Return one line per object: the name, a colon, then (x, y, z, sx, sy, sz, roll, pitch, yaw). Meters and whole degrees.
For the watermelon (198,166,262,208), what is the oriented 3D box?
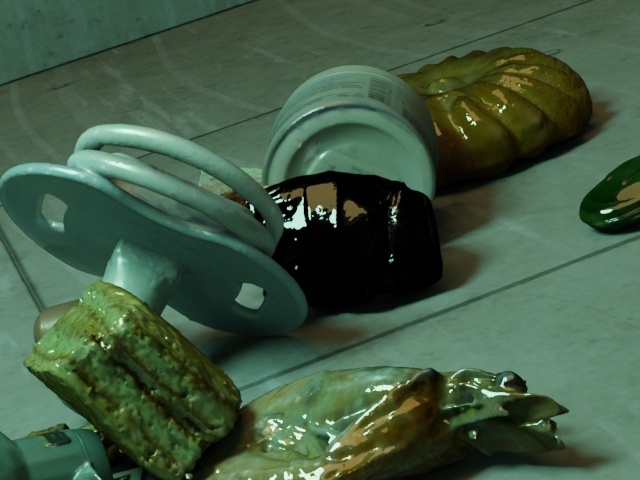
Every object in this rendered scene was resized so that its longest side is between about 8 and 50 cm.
watermelon: (-0.114, -0.021, 1.883, 0.158, 0.098, 0.121, -33, 23, -34)

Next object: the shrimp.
shrimp: (0.029, 0.149, 1.259, 0.317, 0.077, 0.168, -11, 24, 35)

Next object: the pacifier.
pacifier: (-0.164, 0.046, 1.531, 0.244, 0.299, 0.233, 119, 173, -71)

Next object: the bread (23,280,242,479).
bread: (-0.142, 0.107, 1.338, 0.102, 0.138, 0.196, -52, 12, -7)

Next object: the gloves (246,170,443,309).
gloves: (0.000, 0.000, 1.646, 0.203, 0.124, 0.164, -5, 44, -8)

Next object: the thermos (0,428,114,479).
thermos: (-0.296, 0.203, 1.263, 0.287, 0.145, 0.182, -10, 2, -25)

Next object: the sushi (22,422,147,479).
sushi: (-0.239, 0.182, 1.445, 0.210, 0.040, 0.192, -12, 17, 13)

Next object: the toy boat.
toy boat: (0.335, -0.064, 1.669, 0.210, 0.052, 0.104, -27, 22, -26)

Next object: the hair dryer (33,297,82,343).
hair dryer: (-0.206, 0.072, 1.746, 0.117, 0.064, 0.181, -14, 9, 13)

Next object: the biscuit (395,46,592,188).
biscuit: (0.151, -0.144, 2.018, 0.326, 0.107, 0.326, -17, 14, 4)

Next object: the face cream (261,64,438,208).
face cream: (0.032, -0.078, 1.776, 0.177, 0.177, 0.153, -14, 19, 9)
